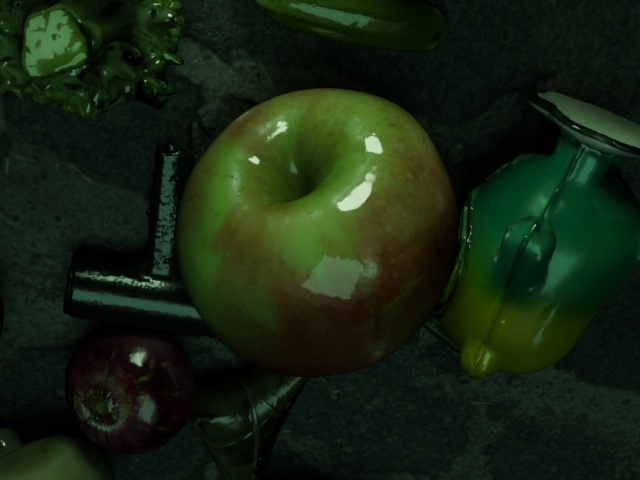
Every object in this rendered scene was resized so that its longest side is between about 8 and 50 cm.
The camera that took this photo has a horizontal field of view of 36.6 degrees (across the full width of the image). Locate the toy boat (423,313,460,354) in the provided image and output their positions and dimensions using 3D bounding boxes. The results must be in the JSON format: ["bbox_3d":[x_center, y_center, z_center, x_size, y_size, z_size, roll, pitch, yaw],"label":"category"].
[{"bbox_3d":[0.190,0.098,1.331,0.104,0.052,0.210,-41,120,20],"label":"toy boat"}]

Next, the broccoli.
[{"bbox_3d":[-0.232,-0.218,0.944,0.247,0.243,0.263,37,104,-21],"label":"broccoli"}]

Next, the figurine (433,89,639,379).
[{"bbox_3d":[0.271,0.010,1.169,0.231,0.323,0.340,30,114,19],"label":"figurine"}]

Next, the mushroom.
[{"bbox_3d":[-0.411,0.356,1.339,0.246,0.202,0.246,-33,164,-11],"label":"mushroom"}]

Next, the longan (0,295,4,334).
[{"bbox_3d":[-0.466,0.111,1.173,0.167,0.167,0.187,-1,118,-8],"label":"longan"}]

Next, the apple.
[{"bbox_3d":[0.000,0.000,1.089,0.319,0.319,0.277,-22,142,7],"label":"apple"}]

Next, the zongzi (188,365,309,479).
[{"bbox_3d":[-0.068,0.260,1.384,0.204,0.094,0.205,-23,128,-3],"label":"zongzi"}]

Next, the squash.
[{"bbox_3d":[0.025,-0.251,1.066,0.252,0.066,0.066,8,122,-13],"label":"squash"}]

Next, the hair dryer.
[{"bbox_3d":[-0.203,-0.004,1.201,0.197,0.089,0.251,9,112,-12],"label":"hair dryer"}]

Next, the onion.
[{"bbox_3d":[-0.248,0.191,1.273,0.177,0.153,0.177,12,132,14],"label":"onion"}]
